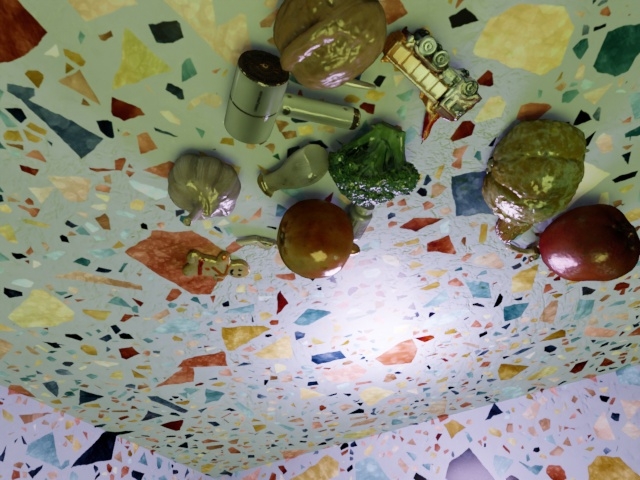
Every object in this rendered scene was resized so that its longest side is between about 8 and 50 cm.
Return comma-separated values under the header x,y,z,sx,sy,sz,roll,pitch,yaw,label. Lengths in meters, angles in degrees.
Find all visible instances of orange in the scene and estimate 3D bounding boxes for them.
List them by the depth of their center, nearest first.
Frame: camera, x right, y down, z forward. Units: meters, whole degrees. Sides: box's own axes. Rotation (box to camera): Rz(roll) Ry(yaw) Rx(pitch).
x,y,z,sx,sy,sz,roll,pitch,yaw,label
0.658,-0.181,1.407,0.271,0.210,0.368,0,134,-5,orange

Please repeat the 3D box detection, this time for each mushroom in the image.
x,y,z,sx,sy,sz,roll,pitch,yaw,label
-0.079,-0.201,1.372,0.225,0.093,0.116,-25,123,30,mushroom
0.757,0.039,1.739,0.187,0.061,0.060,10,145,-28,mushroom

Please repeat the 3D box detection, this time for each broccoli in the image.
x,y,z,sx,sy,sz,roll,pitch,yaw,label
0.152,-0.211,1.311,0.269,0.261,0.241,29,109,16,broccoli

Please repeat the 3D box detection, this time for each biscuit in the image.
x,y,z,sx,sy,sz,roll,pitch,yaw,label
0.716,-0.071,1.652,0.176,0.031,0.228,-6,136,0,biscuit
-0.372,0.095,1.675,0.234,0.030,0.153,10,135,-17,biscuit

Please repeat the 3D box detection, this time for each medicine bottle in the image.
x,y,z,sx,sy,sz,roll,pitch,yaw,label
0.124,-0.072,1.533,0.079,0.079,0.140,9,134,-17,medicine bottle

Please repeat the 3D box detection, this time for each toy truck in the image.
x,y,z,sx,sy,sz,roll,pitch,yaw,label
0.273,-0.413,1.156,0.270,0.114,0.135,33,120,-23,toy truck

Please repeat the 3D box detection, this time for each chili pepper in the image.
x,y,z,sx,sy,sz,roll,pitch,yaw,label
0.315,-0.348,1.309,0.045,0.027,0.178,4,135,-6,chili pepper

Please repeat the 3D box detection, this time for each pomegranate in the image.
x,y,z,sx,sy,sz,roll,pitch,yaw,label
0.000,0.000,1.468,0.270,0.252,0.229,7,139,-22,pomegranate

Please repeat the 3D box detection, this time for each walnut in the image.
x,y,z,sx,sy,sz,roll,pitch,yaw,label
0.017,-0.457,1.025,0.257,0.257,0.224,-29,101,21,walnut

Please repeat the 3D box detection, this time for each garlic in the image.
x,y,z,sx,sy,sz,roll,pitch,yaw,label
-0.338,-0.122,1.323,0.219,0.212,0.218,0,138,0,garlic

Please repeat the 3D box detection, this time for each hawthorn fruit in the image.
x,y,z,sx,sy,sz,roll,pitch,yaw,label
0.924,0.012,1.610,0.311,0.295,0.295,-6,142,34,hawthorn fruit

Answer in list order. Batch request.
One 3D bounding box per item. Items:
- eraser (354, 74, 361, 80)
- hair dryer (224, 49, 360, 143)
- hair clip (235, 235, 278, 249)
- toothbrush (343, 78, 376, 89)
x,y,z,sx,sy,sz,roll,pitch,yaw,label
0.076,-0.440,1.179,0.063,0.027,0.084,6,135,-14,eraser
-0.049,-0.336,1.183,0.362,0.128,0.203,7,144,-19,hair dryer
-0.178,0.009,1.609,0.226,0.034,0.072,13,129,-18,hair clip
-0.009,-0.415,1.168,0.307,0.025,0.029,11,142,-6,toothbrush
